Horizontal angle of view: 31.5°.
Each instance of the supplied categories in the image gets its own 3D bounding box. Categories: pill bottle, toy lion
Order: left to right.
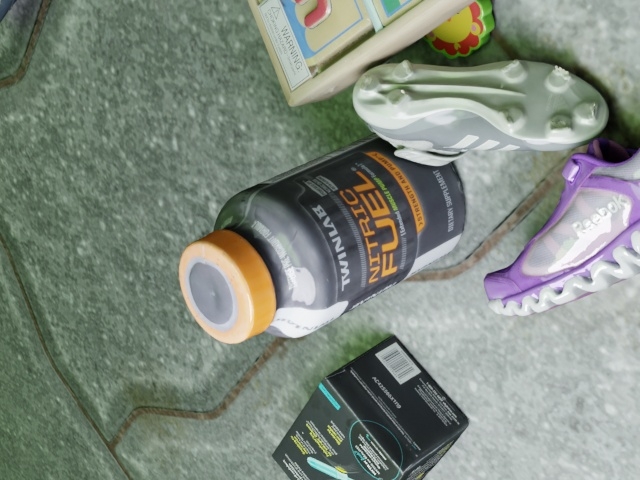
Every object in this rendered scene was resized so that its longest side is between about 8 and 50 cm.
[{"bbox_3d":[0.000,0.000,0.955,0.130,0.246,0.130,25,128,37],"label":"pill bottle"},{"bbox_3d":[0.094,-0.195,0.920,0.100,0.034,0.096,11,126,44],"label":"toy lion"}]

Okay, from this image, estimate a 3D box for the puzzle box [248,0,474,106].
[{"bbox_3d":[-0.007,-0.342,0.895,0.272,0.052,0.409,-28,82,50],"label":"puzzle box"}]

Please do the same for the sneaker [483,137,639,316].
[{"bbox_3d":[0.208,-0.018,0.848,0.236,0.095,0.104,-33,79,45],"label":"sneaker"}]

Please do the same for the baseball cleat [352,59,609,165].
[{"bbox_3d":[0.131,-0.099,0.910,0.206,0.072,0.109,13,162,23],"label":"baseball cleat"}]

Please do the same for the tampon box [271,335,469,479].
[{"bbox_3d":[0.046,0.199,1.127,0.120,0.101,0.161,49,139,18],"label":"tampon box"}]

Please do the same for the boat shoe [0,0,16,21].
[{"bbox_3d":[-0.361,-0.323,1.306,0.095,0.079,0.254,53,137,16],"label":"boat shoe"}]
